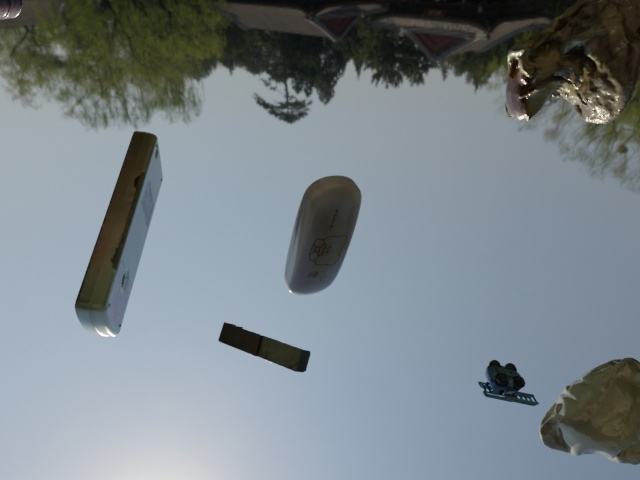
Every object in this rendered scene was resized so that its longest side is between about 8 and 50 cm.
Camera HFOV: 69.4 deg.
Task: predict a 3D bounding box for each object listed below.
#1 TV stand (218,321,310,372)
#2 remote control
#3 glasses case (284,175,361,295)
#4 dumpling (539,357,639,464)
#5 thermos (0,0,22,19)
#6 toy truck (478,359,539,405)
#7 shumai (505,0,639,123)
[{"bbox_3d":[-0.130,0.233,1.026,0.256,0.049,0.040,7,167,42],"label":"TV stand"},{"bbox_3d":[-0.333,-0.014,0.789,0.050,0.145,0.344,10,-120,-9],"label":"remote control"},{"bbox_3d":[0.000,0.000,0.607,0.074,0.193,0.049,-6,-135,-26],"label":"glasses case"},{"bbox_3d":[0.411,0.259,0.658,0.169,0.134,0.100,-45,-177,-8],"label":"dumpling"},{"bbox_3d":[-0.518,-0.314,0.581,0.124,0.099,0.232,-34,-172,43],"label":"thermos"},{"bbox_3d":[0.420,0.314,1.007,0.136,0.074,0.063,13,-157,-6],"label":"toy truck"},{"bbox_3d":[0.339,-0.251,0.639,0.153,0.161,0.209,-1,-119,14],"label":"shumai"}]
